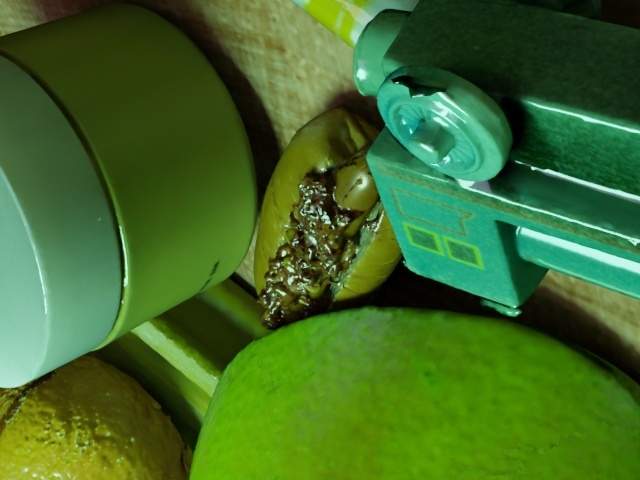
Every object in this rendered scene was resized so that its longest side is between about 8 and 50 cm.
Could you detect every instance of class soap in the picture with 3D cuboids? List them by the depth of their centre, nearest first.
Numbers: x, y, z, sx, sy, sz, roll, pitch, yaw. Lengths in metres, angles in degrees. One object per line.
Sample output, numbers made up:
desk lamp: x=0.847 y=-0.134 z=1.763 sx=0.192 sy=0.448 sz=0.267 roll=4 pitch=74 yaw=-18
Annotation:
soap: x=-0.135 y=0.080 z=1.133 sx=0.315 sy=0.091 sz=0.199 roll=38 pitch=148 yaw=16

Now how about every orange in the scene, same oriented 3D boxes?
orange: x=-0.198 y=0.190 z=1.099 sx=0.193 sy=0.161 sz=0.193 roll=27 pitch=142 yaw=23

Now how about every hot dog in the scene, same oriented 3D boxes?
hot dog: x=0.000 y=0.000 z=0.887 sx=0.102 sy=0.076 sz=0.249 roll=45 pitch=151 yaw=10

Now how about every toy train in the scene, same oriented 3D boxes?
toy train: x=0.158 y=-0.027 z=0.631 sx=0.298 sy=0.120 sz=0.194 roll=20 pitch=153 yaw=30

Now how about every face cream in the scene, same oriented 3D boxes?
face cream: x=-0.177 y=-0.035 z=0.917 sx=0.218 sy=0.179 sz=0.218 roll=26 pitch=129 yaw=37

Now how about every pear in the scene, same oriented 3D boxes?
pear: x=0.069 y=0.234 z=0.895 sx=0.398 sy=0.165 sz=0.399 roll=18 pitch=136 yaw=18

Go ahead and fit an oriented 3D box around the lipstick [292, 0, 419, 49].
lipstick: x=-0.045 y=-0.189 z=0.740 sx=0.264 sy=0.059 sz=0.059 roll=40 pitch=149 yaw=13
